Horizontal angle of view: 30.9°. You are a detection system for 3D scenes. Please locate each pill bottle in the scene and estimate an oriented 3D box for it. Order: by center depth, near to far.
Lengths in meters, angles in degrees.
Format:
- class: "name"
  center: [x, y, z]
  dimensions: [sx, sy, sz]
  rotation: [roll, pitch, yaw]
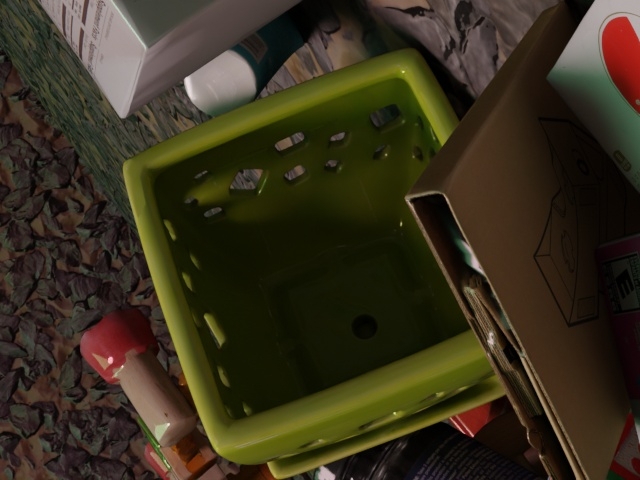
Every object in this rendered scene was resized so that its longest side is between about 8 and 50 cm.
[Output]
- class: "pill bottle"
  center: [0.107, 0.216, 0.900]
  dimensions: [0.219, 0.123, 0.123]
  rotation: [28, 155, 26]

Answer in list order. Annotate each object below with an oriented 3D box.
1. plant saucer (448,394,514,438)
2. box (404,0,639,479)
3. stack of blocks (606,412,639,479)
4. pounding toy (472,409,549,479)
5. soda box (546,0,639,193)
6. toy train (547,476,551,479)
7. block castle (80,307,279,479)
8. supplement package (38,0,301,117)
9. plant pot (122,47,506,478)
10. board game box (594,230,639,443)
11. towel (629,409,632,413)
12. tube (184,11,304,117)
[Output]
- class: "plant saucer"
  center: [0.111, 0.087, 1.079]
  dimensions: [0.259, 0.047, 0.258]
  rotation: [51, 166, 21]
- class: "box"
  center: [0.118, -0.004, 0.556]
  dimensions: [0.021, 0.201, 0.164]
  rotation: [-15, 113, 37]
- class: "stack of blocks"
  center: [0.190, 0.257, 0.686]
  dimensions: [0.171, 0.087, 0.297]
  rotation: [32, 139, 17]
- class: "pounding toy"
  center: [0.166, 0.279, 1.009]
  dimensions: [0.269, 0.154, 0.155]
  rotation: [60, -165, -21]
- class: "soda box"
  center: [0.157, -0.095, 0.427]
  dimensions: [0.074, 0.069, 0.216]
  rotation: [53, 166, 11]
- class: "toy train"
  center: [0.181, 0.103, 0.758]
  dimensions: [0.046, 0.125, 0.166]
  rotation: [13, 145, 19]
- class: "block castle"
  center: [-0.116, 0.170, 1.511]
  dimensions: [0.213, 0.303, 0.453]
  rotation: [49, 165, 26]
- class: "supplement package"
  center: [-0.107, -0.248, 0.683]
  dimensions: [0.263, 0.199, 0.198]
  rotation: [55, 167, -4]
- class: "plant pot"
  center: [0.016, 0.036, 0.834]
  dimensions: [0.207, 0.227, 0.228]
  rotation: [69, 180, -65]
- class: "board game box"
  center: [0.222, 0.078, 0.401]
  dimensions: [0.303, 0.097, 0.224]
  rotation: [146, 111, -75]
- class: "towel"
  center: [0.285, 0.231, 0.730]
  dimensions: [0.248, 0.038, 0.325]
  rotation: [23, 148, 34]
- class: "tube"
  center: [-0.051, -0.155, 0.887]
  dimensions: [0.080, 0.052, 0.207]
  rotation: [64, -159, -20]
